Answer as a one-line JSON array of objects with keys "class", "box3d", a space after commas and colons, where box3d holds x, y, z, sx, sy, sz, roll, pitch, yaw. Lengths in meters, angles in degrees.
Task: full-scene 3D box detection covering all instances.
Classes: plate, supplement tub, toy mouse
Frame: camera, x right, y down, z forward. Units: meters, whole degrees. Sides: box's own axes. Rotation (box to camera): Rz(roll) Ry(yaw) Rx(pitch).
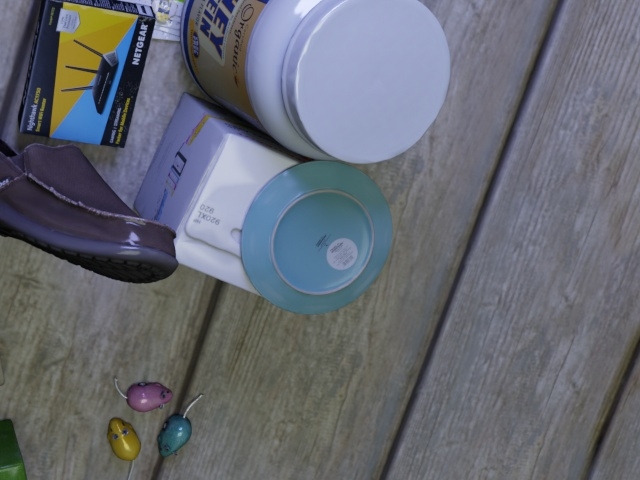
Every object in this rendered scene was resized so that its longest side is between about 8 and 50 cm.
[{"class": "plate", "box3d": [0.000, 0.000, 1.634, 0.188, 0.024, 0.188, -5, 107, -18]}, {"class": "supplement tub", "box3d": [-0.010, -0.223, 1.637, 0.228, 0.316, 0.228, -10, 113, -25]}, {"class": "toy mouse", "box3d": [-0.219, 0.244, 1.894, 0.143, 0.031, 0.161, -22, 112, -10]}]

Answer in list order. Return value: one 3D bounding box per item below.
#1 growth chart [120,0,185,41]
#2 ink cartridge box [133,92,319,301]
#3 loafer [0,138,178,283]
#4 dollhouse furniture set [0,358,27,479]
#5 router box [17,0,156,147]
[{"class": "growth chart", "box3d": [-0.182, -0.319, 1.728, 0.237, 0.021, 0.172, 0, 108, -20]}, {"class": "ink cartridge box", "box3d": [-0.104, -0.055, 1.722, 0.171, 0.233, 0.168, 22, 100, -23]}, {"class": "loafer", "box3d": [-0.310, -0.055, 1.621, 0.130, 0.366, 0.134, -67, 153, -7]}, {"class": "dollhouse furniture set", "box3d": [-0.483, 0.218, 1.735, 0.197, 0.151, 0.302, -12, 110, -14]}, {"class": "router box", "box3d": [-0.284, -0.207, 1.697, 0.133, 0.046, 0.179, 7, 119, -19]}]
